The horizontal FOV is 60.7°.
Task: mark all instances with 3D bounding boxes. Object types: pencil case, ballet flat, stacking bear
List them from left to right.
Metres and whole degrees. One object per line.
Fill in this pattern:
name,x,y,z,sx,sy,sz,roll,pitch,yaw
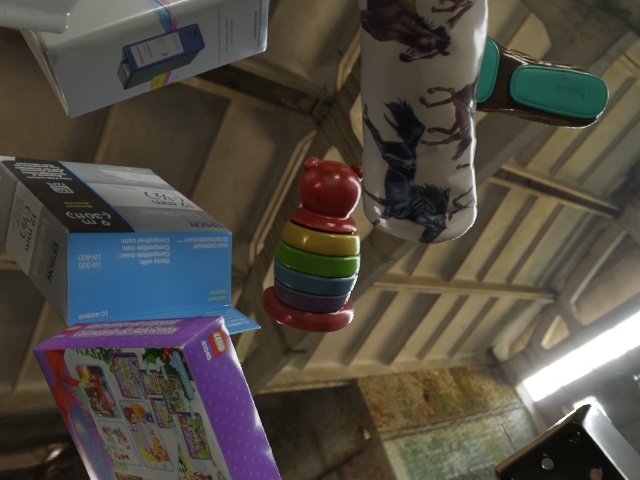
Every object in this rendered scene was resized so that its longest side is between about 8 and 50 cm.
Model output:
stacking bear,0.000,0.000,0.970,0.176,0.164,0.288,9,-76,-4
pencil case,0.122,-0.187,0.673,0.160,0.183,0.410,6,-51,17
ballet flat,0.258,-0.244,0.834,0.343,0.116,0.124,11,2,-8

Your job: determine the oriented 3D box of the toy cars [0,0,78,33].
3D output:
toy cars,-0.190,-0.131,0.232,0.087,0.393,0.176,-25,-42,32

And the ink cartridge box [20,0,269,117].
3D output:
ink cartridge box,-0.178,-0.231,0.522,0.212,0.154,0.093,-28,-21,-22

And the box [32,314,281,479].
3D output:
box,-0.134,0.214,0.512,0.201,0.293,0.057,-7,17,31

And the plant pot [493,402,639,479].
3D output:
plant pot,0.344,0.338,0.732,0.188,0.187,0.167,-41,-37,11

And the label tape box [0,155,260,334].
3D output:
label tape box,-0.263,0.004,0.752,0.249,0.348,0.115,-1,-63,-51
